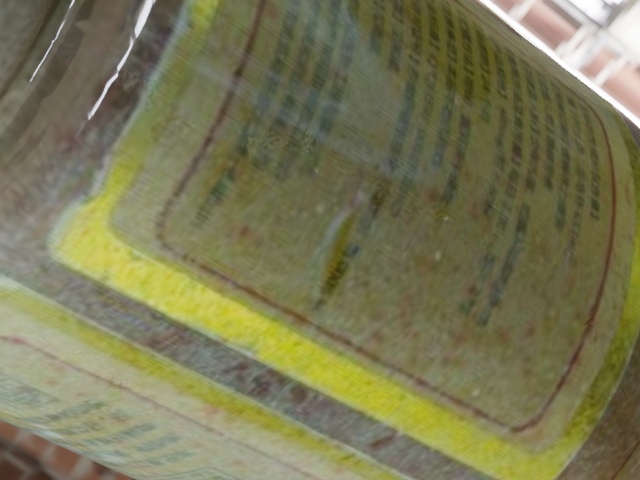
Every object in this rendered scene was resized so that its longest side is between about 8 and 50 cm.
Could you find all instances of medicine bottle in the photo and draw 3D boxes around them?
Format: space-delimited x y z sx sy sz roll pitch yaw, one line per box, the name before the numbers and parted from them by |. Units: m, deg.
medicine bottle | 0.000 0.000 0.456 0.151 0.322 0.151 -26 -131 34
